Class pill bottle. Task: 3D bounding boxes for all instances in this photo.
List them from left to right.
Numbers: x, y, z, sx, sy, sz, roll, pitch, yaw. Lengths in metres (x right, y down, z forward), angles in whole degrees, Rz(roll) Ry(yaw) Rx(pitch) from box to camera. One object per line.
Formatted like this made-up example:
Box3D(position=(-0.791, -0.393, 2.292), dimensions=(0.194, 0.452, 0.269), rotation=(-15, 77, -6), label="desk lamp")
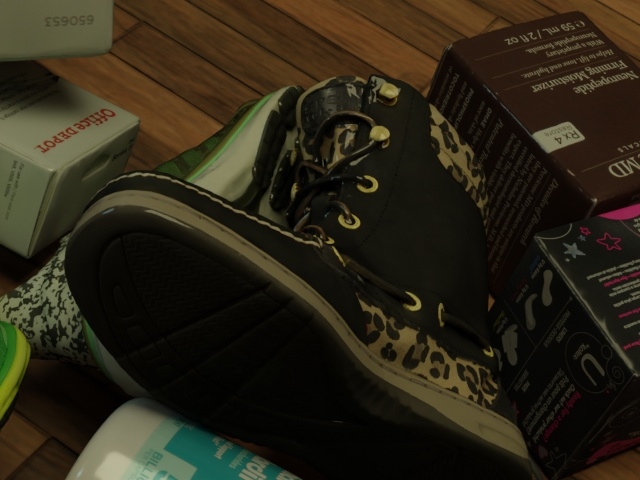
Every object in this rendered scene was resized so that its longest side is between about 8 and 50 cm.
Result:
Box3D(position=(-0.041, 0.220, 0.928), dimensions=(0.264, 0.146, 0.146), rotation=(27, 45, 7), label="pill bottle")

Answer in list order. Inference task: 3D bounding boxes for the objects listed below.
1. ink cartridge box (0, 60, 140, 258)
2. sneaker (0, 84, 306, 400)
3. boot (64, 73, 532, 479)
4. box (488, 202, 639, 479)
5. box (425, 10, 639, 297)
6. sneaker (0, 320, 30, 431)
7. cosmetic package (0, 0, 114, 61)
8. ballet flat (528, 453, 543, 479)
Box3D(position=(-0.272, -0.087, 1.159), dimensions=(0.208, 0.086, 0.153), rotation=(27, 27, 10), label="ink cartridge box")
Box3D(position=(-0.116, -0.016, 1.136), dimensions=(0.182, 0.158, 0.410), rotation=(-1, 21, 24), label="sneaker")
Box3D(position=(0.000, 0.000, 0.995), dimensions=(0.377, 0.138, 0.284), rotation=(32, 41, -29), label="boot")
Box3D(position=(0.273, 0.069, 1.173), dimensions=(0.247, 0.163, 0.142), rotation=(-14, 57, -30), label="box")
Box3D(position=(0.206, -0.067, 1.276), dimensions=(0.168, 0.167, 0.203), rotation=(-19, 56, -33), label="box")
Box3D(position=(-0.287, 0.058, 0.984), dimensions=(0.124, 0.109, 0.295), rotation=(20, 17, -37), label="sneaker")
Box3D(position=(-0.370, -0.339, 1.136), dimensions=(0.328, 0.329, 0.394), rotation=(-7, 24, -24), label="cosmetic package")
Box3D(position=(0.089, 0.132, 1.116), dimensions=(0.203, 0.074, 0.074), rotation=(27, 45, 10), label="ballet flat")
